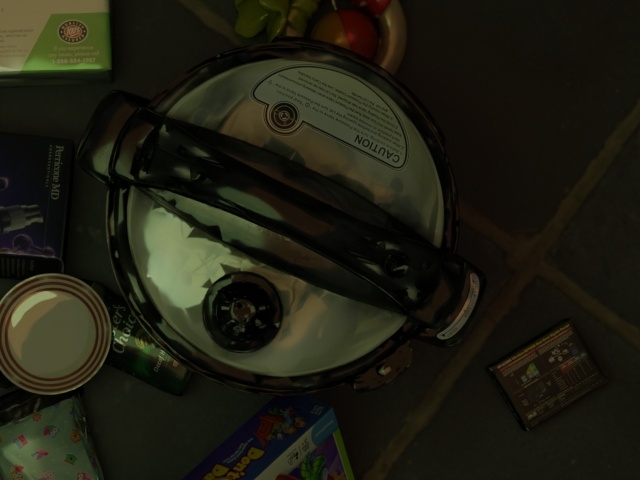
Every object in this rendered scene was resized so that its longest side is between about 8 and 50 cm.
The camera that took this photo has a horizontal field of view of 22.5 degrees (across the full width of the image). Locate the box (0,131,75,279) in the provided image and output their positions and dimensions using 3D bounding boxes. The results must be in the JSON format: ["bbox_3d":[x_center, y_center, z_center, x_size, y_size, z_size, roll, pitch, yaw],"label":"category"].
[{"bbox_3d":[-0.396,-0.043,1.877,0.207,0.108,0.153,4,73,-9],"label":"box"}]

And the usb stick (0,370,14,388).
[{"bbox_3d":[-0.480,0.101,1.910,0.278,0.045,0.077,20,107,-4],"label":"usb stick"}]

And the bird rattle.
[{"bbox_3d":[0.025,-0.276,1.966,0.253,0.143,0.207,-19,100,-19],"label":"bird rattle"}]

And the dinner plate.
[{"bbox_3d":[-0.311,0.108,1.860,0.141,0.017,0.141,0,81,1],"label":"dinner plate"}]

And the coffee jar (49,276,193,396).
[{"bbox_3d":[-0.233,0.112,1.916,0.184,0.079,0.096,20,84,-3],"label":"coffee jar"}]

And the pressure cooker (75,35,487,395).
[{"bbox_3d":[-0.039,-0.015,1.693,0.370,0.420,0.375,-17,89,-4],"label":"pressure cooker"}]

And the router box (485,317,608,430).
[{"bbox_3d":[0.277,0.165,1.976,0.122,0.038,0.092,-30,90,-6],"label":"router box"}]

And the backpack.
[{"bbox_3d":[-0.327,0.261,1.881,0.152,0.115,0.182,-22,91,-8],"label":"backpack"}]

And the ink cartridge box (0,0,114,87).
[{"bbox_3d":[-0.354,-0.365,1.916,0.207,0.119,0.353,-2,88,-4],"label":"ink cartridge box"}]

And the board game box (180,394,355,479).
[{"bbox_3d":[-0.100,0.361,1.786,0.347,0.078,0.233,-40,132,-30],"label":"board game box"}]
